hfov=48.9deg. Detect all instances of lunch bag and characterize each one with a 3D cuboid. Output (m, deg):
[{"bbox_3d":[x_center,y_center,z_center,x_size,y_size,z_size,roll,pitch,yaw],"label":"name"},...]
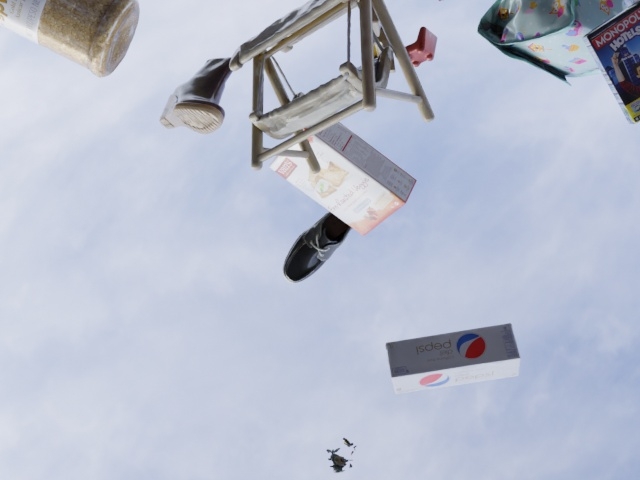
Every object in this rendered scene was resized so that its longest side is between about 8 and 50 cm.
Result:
[{"bbox_3d":[0.475,-0.416,1.410,0.262,0.224,0.160,-2,-102,58],"label":"lunch bag"}]

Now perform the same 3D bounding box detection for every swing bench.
[{"bbox_3d":[0.004,-0.265,1.092,0.253,0.165,0.254,-21,-102,39],"label":"swing bench"}]

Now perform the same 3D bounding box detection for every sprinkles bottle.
[{"bbox_3d":[-0.424,-0.348,0.930,0.356,0.121,0.121,26,-118,-7],"label":"sprinkles bottle"}]

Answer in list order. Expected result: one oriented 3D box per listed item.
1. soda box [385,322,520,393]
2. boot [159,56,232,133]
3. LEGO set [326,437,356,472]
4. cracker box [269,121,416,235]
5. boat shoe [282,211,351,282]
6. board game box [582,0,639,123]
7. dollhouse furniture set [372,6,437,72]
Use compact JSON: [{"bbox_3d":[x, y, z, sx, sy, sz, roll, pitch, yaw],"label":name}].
[{"bbox_3d":[0.224,0.202,1.197,0.216,0.073,0.069,-9,-126,6],"label":"soda box"},{"bbox_3d":[-0.248,-0.339,1.570,0.249,0.090,0.206,10,-120,50],"label":"boot"},{"bbox_3d":[0.038,0.405,1.306,0.054,0.023,0.083,45,-143,22],"label":"LEGO set"},{"bbox_3d":[0.039,-0.124,1.306,0.232,0.156,0.067,36,-124,-9],"label":"cracker box"},{"bbox_3d":[0.000,0.000,1.552,0.084,0.079,0.233,44,-90,-1],"label":"boat shoe"},{"bbox_3d":[0.478,-0.298,1.008,0.194,0.060,0.194,-31,-85,4],"label":"board game box"},{"bbox_3d":[0.189,-0.553,1.615,0.202,0.374,0.152,3,-111,11],"label":"dollhouse furniture set"}]
